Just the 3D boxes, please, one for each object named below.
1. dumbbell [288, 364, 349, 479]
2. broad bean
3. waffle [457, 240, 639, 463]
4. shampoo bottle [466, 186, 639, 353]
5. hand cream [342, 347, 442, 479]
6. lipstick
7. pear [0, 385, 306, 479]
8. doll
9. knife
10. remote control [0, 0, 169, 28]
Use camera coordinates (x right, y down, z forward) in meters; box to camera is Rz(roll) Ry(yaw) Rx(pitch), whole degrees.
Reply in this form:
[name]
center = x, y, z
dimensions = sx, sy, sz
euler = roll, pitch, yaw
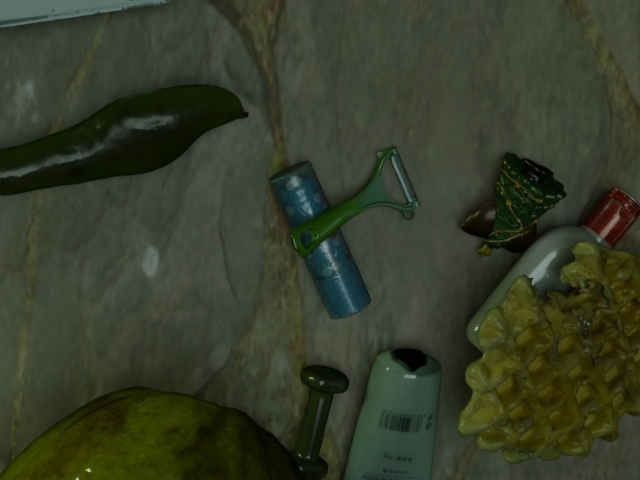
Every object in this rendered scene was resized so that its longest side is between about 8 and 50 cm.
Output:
[dumbbell]
center = -0.006, 0.189, 1.193
dimensions = 0.052, 0.046, 0.118
euler = 11, 98, -16
[broad bean]
center = -0.227, -0.089, 1.098
dimensions = 0.325, 0.067, 0.075
euler = -14, 93, -8
[waffle]
center = 0.256, 0.119, 1.174
dimensions = 0.261, 0.056, 0.250
euler = 11, 109, -36
[shampoo bottle]
center = 0.251, 0.041, 1.200
dimensions = 0.108, 0.051, 0.221
euler = 38, 93, -25
[hand cream]
center = 0.068, 0.267, 1.218
dimensions = 0.109, 0.067, 0.321
euler = 6, 104, -11
[lipstick]
center = 0.000, 0.000, 1.159
dimensions = 0.048, 0.048, 0.158
euler = -25, 102, -4
[pear]
center = -0.172, 0.326, 1.049
dimensions = 0.352, 0.352, 0.413
euler = 23, 93, -12
[doll]
center = 0.200, -0.026, 1.171
dimensions = 0.078, 0.076, 0.113
euler = 22, 97, -21
[knife]
center = 0.031, -0.027, 1.142
dimensions = 0.166, 0.022, 0.078
euler = -32, 100, -33
[remote control]
center = -0.235, -0.259, 1.074
dimensions = 0.247, 0.052, 0.104
euler = -9, 103, -8
